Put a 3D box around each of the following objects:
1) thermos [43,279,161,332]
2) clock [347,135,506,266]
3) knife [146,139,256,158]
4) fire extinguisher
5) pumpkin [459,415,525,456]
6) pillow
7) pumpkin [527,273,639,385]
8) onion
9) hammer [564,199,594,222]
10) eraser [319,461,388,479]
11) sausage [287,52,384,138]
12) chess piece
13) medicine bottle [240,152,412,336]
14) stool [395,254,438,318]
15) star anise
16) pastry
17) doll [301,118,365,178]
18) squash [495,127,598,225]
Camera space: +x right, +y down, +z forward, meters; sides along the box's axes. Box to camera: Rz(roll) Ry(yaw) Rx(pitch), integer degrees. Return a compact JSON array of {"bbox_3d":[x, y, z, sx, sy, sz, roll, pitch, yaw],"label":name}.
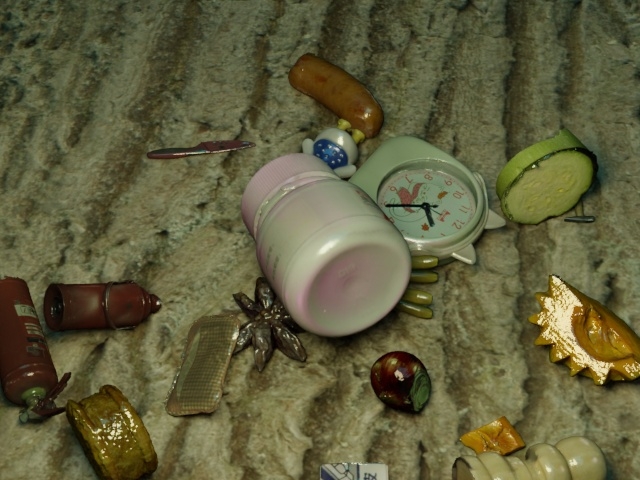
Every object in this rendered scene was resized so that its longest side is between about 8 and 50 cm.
[{"bbox_3d":[-0.420,0.128,2.000,0.232,0.124,0.098,0,85,-41],"label":"thermos"},{"bbox_3d":[0.214,-0.061,2.129,0.324,0.108,0.265,32,60,22],"label":"clock"},{"bbox_3d":[-0.271,-0.208,2.314,0.247,0.018,0.035,-7,51,-6],"label":"knife"},{"bbox_3d":[-0.559,0.212,1.951,0.147,0.106,0.337,-44,55,21],"label":"fire extinguisher"},{"bbox_3d":[0.316,0.364,1.863,0.101,0.035,0.073,-26,55,-13],"label":"pumpkin"},{"bbox_3d":[-0.225,0.237,1.954,0.135,0.034,0.211,-11,52,33],"label":"pillow"},{"bbox_3d":[0.514,0.193,1.956,0.254,0.149,0.130,48,111,25],"label":"pumpkin"},{"bbox_3d":[0.144,0.261,1.897,0.119,0.117,0.118,-5,30,3],"label":"onion"},{"bbox_3d":[0.548,-0.119,2.214,0.062,0.013,0.199,-2,54,2],"label":"hammer"},{"bbox_3d":[0.059,0.494,1.760,0.125,0.068,0.210,0,55,0],"label":"eraser"},{"bbox_3d":[0.045,-0.332,2.338,0.109,0.109,0.270,-36,60,-21],"label":"sausage"},{"bbox_3d":[0.375,0.412,1.772,0.261,0.142,0.142,-14,55,-12],"label":"chess piece"},{"bbox_3d":[0.000,0.000,1.938,0.256,0.256,0.325,-22,40,-13],"label":"medicine bottle"},{"bbox_3d":[0.174,0.088,2.019,0.111,0.135,0.134,7,21,11],"label":"stool"},{"bbox_3d":[-0.085,0.158,2.005,0.197,0.073,0.212,1,57,6],"label":"star anise"},{"bbox_3d":[-0.373,0.349,1.814,0.103,0.188,0.188,-28,58,-23],"label":"pastry"},{"bbox_3d":[-0.003,-0.153,2.208,0.138,0.119,0.293,33,56,5],"label":"doll"},{"bbox_3d":[0.453,-0.145,2.109,0.220,0.220,0.133,-21,58,-12],"label":"squash"}]
